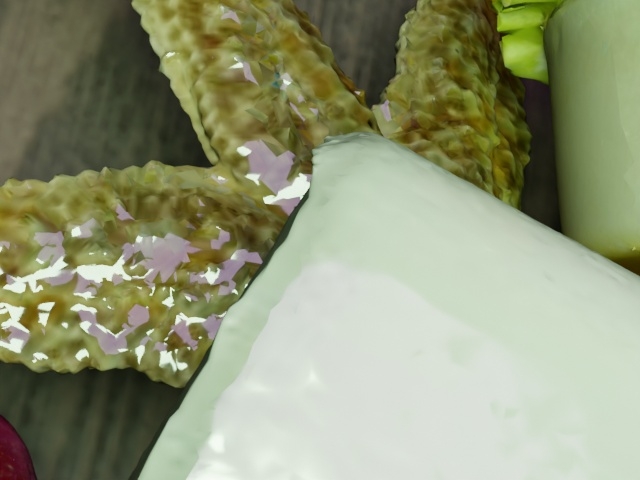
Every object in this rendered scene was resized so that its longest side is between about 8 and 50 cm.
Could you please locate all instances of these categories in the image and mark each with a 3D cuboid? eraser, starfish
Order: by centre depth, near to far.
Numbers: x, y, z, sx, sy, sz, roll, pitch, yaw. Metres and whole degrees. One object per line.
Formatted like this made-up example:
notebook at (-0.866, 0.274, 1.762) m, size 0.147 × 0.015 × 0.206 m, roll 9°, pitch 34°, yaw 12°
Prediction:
eraser at (-0.034, 0.179, 0.372) m, size 0.150 × 0.331 × 0.331 m, roll 31°, pitch 59°, yaw -3°
starfish at (0.002, -0.005, 0.629) m, size 0.398 × 0.132 × 0.383 m, roll 10°, pitch 58°, yaw -18°

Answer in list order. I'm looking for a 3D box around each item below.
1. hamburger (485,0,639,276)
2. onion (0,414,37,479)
hamburger at (0.216, -0.056, 0.579) m, size 0.294 × 0.276 × 0.179 m, roll 16°, pitch 79°, yaw -26°
onion at (-0.148, 0.094, 0.535) m, size 0.107 × 0.097 × 0.107 m, roll 3°, pitch 63°, yaw -5°
